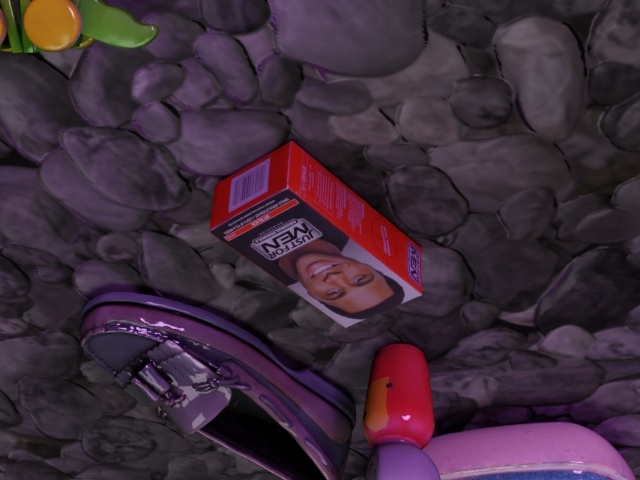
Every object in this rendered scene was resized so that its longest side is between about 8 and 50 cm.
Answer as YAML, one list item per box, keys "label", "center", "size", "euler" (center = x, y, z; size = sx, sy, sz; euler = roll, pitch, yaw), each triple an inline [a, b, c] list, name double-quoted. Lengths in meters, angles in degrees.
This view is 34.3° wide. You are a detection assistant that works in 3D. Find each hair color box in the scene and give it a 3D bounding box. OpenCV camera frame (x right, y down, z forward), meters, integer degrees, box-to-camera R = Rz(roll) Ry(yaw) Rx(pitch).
- label: "hair color box"
  center: [0.000, 0.000, 0.696]
  size: [0.072, 0.043, 0.141]
  euler: [-27, 133, 32]

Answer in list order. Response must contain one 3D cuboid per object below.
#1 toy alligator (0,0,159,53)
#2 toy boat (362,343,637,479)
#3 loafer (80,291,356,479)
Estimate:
- label: "toy alligator"
  center: [-0.181, -0.125, 0.547]
  size: [0.189, 0.056, 0.051]
  euler: [-1, 102, 4]
- label: "toy boat"
  center: [0.121, 0.223, 0.887]
  size: [0.267, 0.148, 0.318]
  euler: [-18, 138, 25]
- label: "loafer"
  center: [-0.075, 0.128, 0.832]
  size: [0.267, 0.084, 0.096]
  euler: [30, 135, -30]
